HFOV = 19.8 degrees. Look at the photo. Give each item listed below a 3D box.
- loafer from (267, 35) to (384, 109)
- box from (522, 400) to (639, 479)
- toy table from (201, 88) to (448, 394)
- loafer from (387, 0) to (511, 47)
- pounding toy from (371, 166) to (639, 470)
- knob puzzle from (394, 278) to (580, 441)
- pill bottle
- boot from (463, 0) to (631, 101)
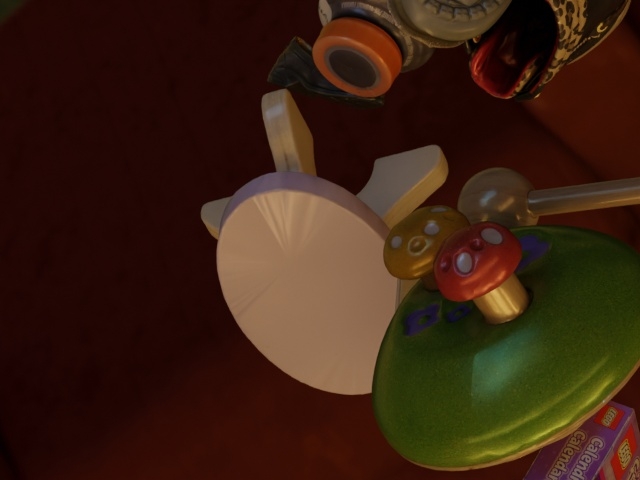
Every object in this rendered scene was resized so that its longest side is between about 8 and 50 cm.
[{"bbox_3d":[0.009,-0.183,1.995,0.062,0.170,0.061,18,92,-46],"label":"loafer"},{"bbox_3d":[0.212,0.285,1.539,0.201,0.057,0.293,-55,147,-24],"label":"box"},{"bbox_3d":[0.000,0.000,1.760,0.252,0.161,0.274,-5,133,8],"label":"toy table"},{"bbox_3d":[0.087,-0.215,1.267,0.094,0.251,0.087,19,138,-11],"label":"loafer"},{"bbox_3d":[0.101,0.012,1.060,0.183,0.237,0.110,-10,125,41],"label":"pounding toy"},{"bbox_3d":[0.146,0.081,1.442,0.213,0.213,0.030,1,163,-20],"label":"knob puzzle"},{"bbox_3d":[0.080,-0.261,1.864,0.130,0.245,0.130,22,150,13],"label":"pill bottle"},{"bbox_3d":[0.267,-0.267,2.136,0.284,0.138,0.377,-46,177,-33],"label":"boot"}]
